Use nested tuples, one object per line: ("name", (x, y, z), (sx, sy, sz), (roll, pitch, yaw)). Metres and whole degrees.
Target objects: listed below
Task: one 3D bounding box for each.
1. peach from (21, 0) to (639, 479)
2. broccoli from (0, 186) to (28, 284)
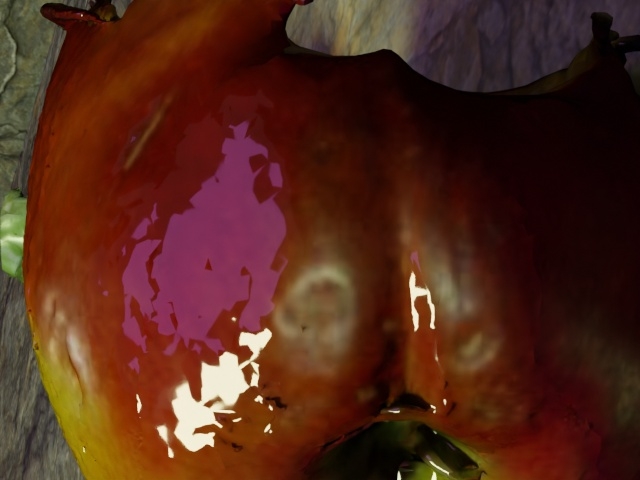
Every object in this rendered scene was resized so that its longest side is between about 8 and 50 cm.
("peach", (0.000, 0.000, 0.668), (0.417, 0.339, 0.353), (-104, 33, -48))
("broccoli", (-0.131, 0.024, 1.056), (0.308, 0.275, 0.308), (11, -90, -86))
